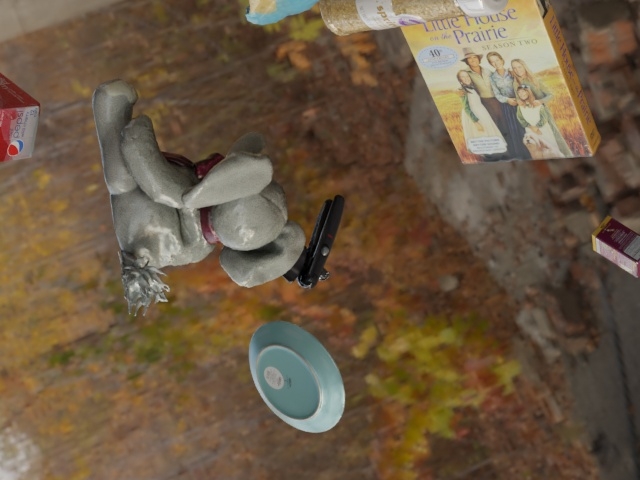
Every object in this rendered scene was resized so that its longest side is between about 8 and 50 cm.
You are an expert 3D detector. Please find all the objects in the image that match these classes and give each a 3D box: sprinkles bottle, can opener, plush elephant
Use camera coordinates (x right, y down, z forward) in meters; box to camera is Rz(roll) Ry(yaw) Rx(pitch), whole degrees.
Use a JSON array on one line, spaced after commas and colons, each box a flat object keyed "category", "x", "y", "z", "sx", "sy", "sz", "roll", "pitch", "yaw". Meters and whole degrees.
[{"category": "sprinkles bottle", "x": 0.166, "y": -0.449, "z": 2.129, "sx": 0.355, "sy": 0.121, "sz": 0.121, "roll": 0, "pitch": 116, "yaw": 41}, {"category": "can opener", "x": 0.000, "y": 0.000, "z": 1.928, "sx": 0.059, "sy": 0.186, "sz": 0.073, "roll": -9, "pitch": 136, "yaw": 47}, {"category": "plush elephant", "x": -0.161, "y": -0.063, "z": 1.652, "sx": 0.272, "sy": 0.255, "sz": 0.330, "roll": 81, "pitch": 177, "yaw": -54}]

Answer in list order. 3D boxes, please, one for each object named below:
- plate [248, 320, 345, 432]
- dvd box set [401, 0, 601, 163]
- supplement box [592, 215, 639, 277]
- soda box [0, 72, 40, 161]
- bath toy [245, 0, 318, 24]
[{"category": "plate", "x": -0.043, "y": 0.211, "z": 1.777, "sx": 0.188, "sy": 0.024, "sz": 0.188, "roll": 20, "pitch": 124, "yaw": 32}, {"category": "dvd box set", "x": 0.353, "y": -0.335, "z": 2.347, "sx": 0.307, "sy": 0.062, "sz": 0.420, "roll": -1, "pitch": 133, "yaw": 35}, {"category": "supplement box", "x": 0.453, "y": 0.009, "z": 1.764, "sx": 0.083, "sy": 0.043, "sz": 0.055, "roll": 37, "pitch": 167, "yaw": 28}, {"category": "soda box", "x": -0.487, "y": -0.200, "z": 1.554, "sx": 0.263, "sy": 0.092, "sz": 0.083, "roll": 35, "pitch": 120, "yaw": 28}, {"category": "bath toy", "x": -0.087, "y": -0.547, "z": 2.026, "sx": 0.129, "sy": 0.151, "sz": 0.348, "roll": -36, "pitch": 53, "yaw": 52}]
